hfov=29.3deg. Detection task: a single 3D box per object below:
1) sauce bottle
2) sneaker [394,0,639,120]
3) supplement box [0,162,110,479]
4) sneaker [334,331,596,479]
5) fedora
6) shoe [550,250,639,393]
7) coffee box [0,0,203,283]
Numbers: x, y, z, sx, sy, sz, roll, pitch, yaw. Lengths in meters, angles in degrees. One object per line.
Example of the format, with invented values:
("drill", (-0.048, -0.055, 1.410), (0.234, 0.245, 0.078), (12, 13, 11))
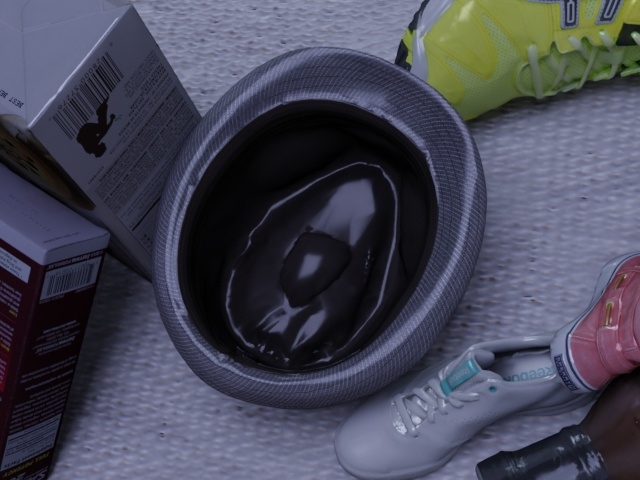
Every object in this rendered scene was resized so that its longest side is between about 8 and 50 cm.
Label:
("sauce bottle", (0.279, 0.121, 0.855), (0.344, 0.111, 0.111), (-25, 63, 5))
("sneaker", (0.235, -0.190, 0.982), (0.384, 0.145, 0.147), (-30, 63, 2))
("supplement box", (-0.258, 0.075, 0.964), (0.130, 0.073, 0.239), (31, 116, 24))
("sneaker", (0.103, 0.112, 0.912), (0.212, 0.094, 0.080), (-23, 65, 5))
("fedora", (0.000, 0.000, 0.956), (0.243, 0.124, 0.275), (23, 84, 10))
("shoe", (0.234, 0.049, 0.867), (0.081, 0.178, 0.063), (-24, 97, 40))
("coffee box", (-0.187, -0.093, 0.964), (0.168, 0.297, 0.119), (31, 77, 24))
